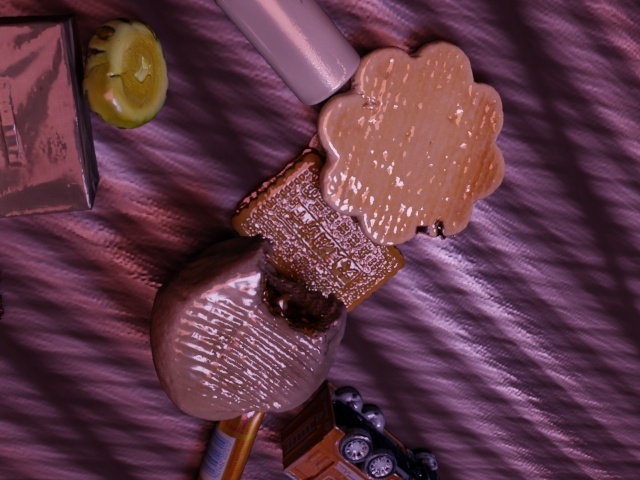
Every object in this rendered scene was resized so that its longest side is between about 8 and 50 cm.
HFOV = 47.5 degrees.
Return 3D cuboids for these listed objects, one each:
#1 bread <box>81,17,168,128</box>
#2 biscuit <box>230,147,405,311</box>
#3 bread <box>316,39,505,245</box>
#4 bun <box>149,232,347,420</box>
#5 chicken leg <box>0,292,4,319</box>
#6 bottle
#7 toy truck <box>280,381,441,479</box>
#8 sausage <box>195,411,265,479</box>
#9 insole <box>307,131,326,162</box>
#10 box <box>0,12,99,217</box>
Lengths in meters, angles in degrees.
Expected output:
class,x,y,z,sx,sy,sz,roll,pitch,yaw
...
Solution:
class,x,y,z,sx,sy,sz,roll,pitch,yaw
bread,-0.253,-0.214,0.937,0.071,0.130,0.139,4,109,31
biscuit,0.000,0.000,1.114,0.172,0.029,0.254,-40,113,6
bread,0.133,-0.137,1.070,0.316,0.054,0.316,-5,108,-16
bun,-0.116,0.122,1.041,0.281,0.205,0.282,-5,112,-14
chicken leg,-0.513,0.039,1.006,0.093,0.053,0.205,-45,122,-19
bottle,-0.059,-0.298,0.952,0.104,0.104,0.245,-41,113,4
toy truck,0.078,0.394,1.226,0.162,0.136,0.305,-42,111,12
sausage,-0.165,0.380,1.195,0.082,0.082,0.372,15,105,-17
insole,0.100,-0.112,1.110,0.253,0.005,0.086,18,106,-18
box,-0.371,-0.157,0.907,0.148,0.155,0.231,-6,110,-11
